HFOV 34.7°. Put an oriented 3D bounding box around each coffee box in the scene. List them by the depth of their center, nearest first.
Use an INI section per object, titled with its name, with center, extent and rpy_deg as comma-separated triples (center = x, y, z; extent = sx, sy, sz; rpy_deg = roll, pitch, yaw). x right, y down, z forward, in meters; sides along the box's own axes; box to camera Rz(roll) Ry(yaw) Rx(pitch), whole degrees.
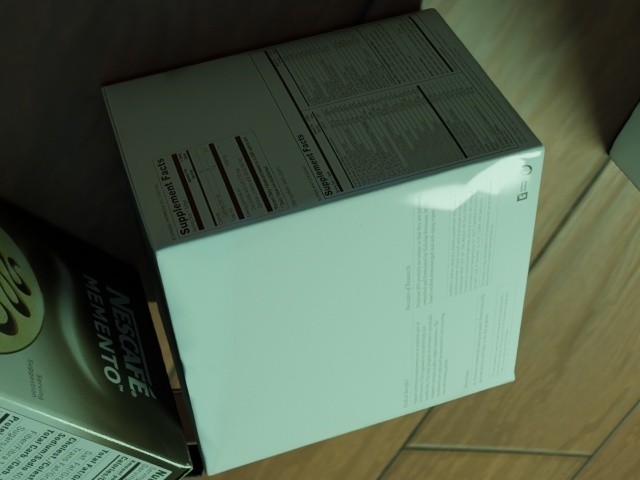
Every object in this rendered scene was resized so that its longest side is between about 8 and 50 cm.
[coffee box]
center = -0.224, 0.048, 0.534
extent = 0.119, 0.168, 0.297
rpy_deg = -41, 135, 15

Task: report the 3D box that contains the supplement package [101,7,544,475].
[supplement package]
center = 0.000, 0.000, 0.605
extent = 0.203, 0.149, 0.194
rpy_deg = -15, 135, -11

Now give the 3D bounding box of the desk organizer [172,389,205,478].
[desk organizer]
center = -0.146, 0.144, 0.743
extent = 0.130, 0.050, 0.047
rpy_deg = 1, 129, -26

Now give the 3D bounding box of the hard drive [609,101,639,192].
[hard drive]
center = 0.328, -0.034, 0.580
extent = 0.047, 0.353, 0.233
rpy_deg = 6, 127, -30
